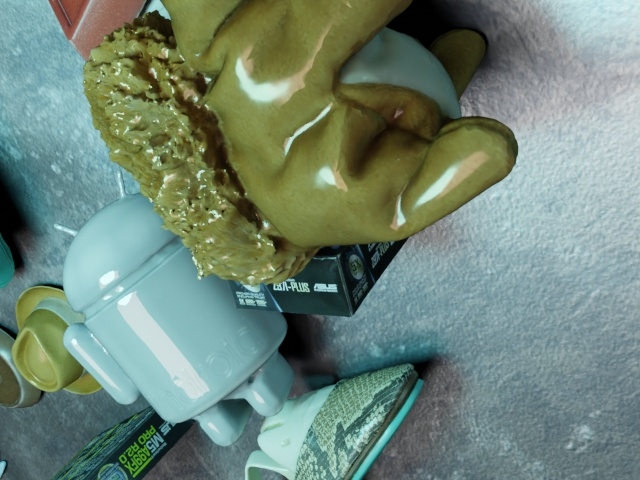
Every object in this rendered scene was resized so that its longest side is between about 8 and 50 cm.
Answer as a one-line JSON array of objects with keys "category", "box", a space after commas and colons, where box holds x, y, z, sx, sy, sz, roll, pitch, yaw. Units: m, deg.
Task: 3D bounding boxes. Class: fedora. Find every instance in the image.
[{"category": "fedora", "box": [-0.405, 0.164, 1.538, 0.194, 0.079, 0.194, 14, 123, 23]}]

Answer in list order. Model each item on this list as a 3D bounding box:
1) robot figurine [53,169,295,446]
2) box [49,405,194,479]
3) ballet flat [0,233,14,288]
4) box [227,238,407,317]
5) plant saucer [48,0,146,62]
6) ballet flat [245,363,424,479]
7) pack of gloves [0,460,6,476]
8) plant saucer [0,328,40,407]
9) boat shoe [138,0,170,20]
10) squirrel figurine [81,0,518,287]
[{"category": "robot figurine", "box": [-0.180, 0.084, 1.283, 0.300, 0.200, 0.353, -38, 96, 11]}, {"category": "box", "box": [-0.332, 0.351, 1.485, 0.216, 0.270, 0.060, -32, 97, 38]}, {"category": "ballet flat", "box": [-0.523, -0.041, 1.488, 0.087, 0.083, 0.247, 6, 119, 43]}, {"category": "box", "box": [0.000, 0.000, 1.142, 0.147, 0.180, 0.077, 2, 122, 30]}, {"category": "plant saucer", "box": [-0.250, -0.354, 1.090, 0.259, 0.048, 0.258, -51, 59, 40]}, {"category": "ballet flat", "box": [-0.015, 0.317, 1.354, 0.182, 0.164, 0.483, 27, 131, 13]}, {"category": "pack of gloves", "box": [-0.672, 0.406, 1.859, 0.195, 0.046, 0.232, 36, 129, 8]}, {"category": "plant saucer", "box": [-0.526, 0.209, 1.660, 0.168, 0.029, 0.168, 19, 128, 25]}, {"category": "boat shoe", "box": [-0.100, -0.263, 1.088, 0.302, 0.113, 0.103, -30, 94, 38]}, {"category": "squirrel figurine", "box": [-0.076, -0.163, 0.937, 0.397, 0.281, 0.370, -35, 115, 28]}]
